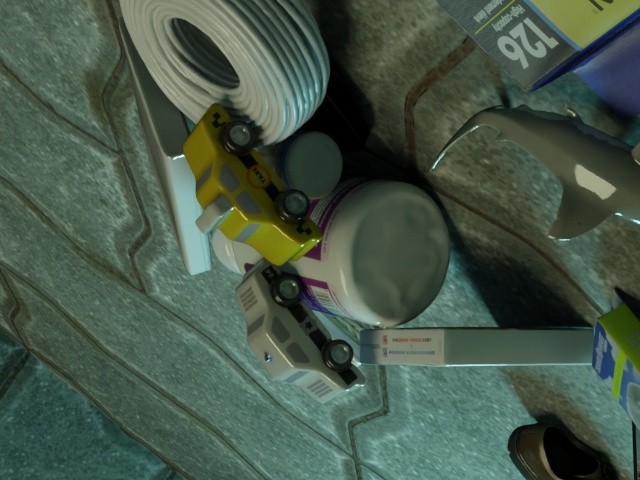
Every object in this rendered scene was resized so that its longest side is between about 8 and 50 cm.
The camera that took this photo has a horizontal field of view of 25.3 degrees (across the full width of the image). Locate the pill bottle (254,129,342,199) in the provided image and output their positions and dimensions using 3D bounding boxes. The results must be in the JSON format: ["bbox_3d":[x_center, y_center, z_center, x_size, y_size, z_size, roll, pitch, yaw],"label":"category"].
[{"bbox_3d":[-0.045,-0.091,1.637,0.137,0.078,0.078,10,141,52],"label":"pill bottle"}]

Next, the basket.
[{"bbox_3d":[0.010,0.082,1.904,0.167,0.103,0.113,39,166,-2],"label":"basket"}]

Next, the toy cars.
[{"bbox_3d":[-0.067,0.037,1.579,0.176,0.087,0.394,23,141,43],"label":"toy cars"}]

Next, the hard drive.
[{"bbox_3d":[-0.187,-0.112,1.754,0.307,0.040,0.203,91,160,-63],"label":"hard drive"}]

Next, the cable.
[{"bbox_3d":[-0.107,-0.215,1.503,0.257,0.089,0.257,49,156,-14],"label":"cable"}]

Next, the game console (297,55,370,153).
[{"bbox_3d":[-0.087,-0.184,1.691,0.213,0.044,0.361,51,157,-20],"label":"game console"}]

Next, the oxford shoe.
[{"bbox_3d":[0.344,0.326,1.841,0.227,0.083,0.096,43,153,-4],"label":"oxford shoe"}]

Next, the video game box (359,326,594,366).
[{"bbox_3d":[0.177,0.122,1.635,0.187,0.205,0.048,-12,77,61],"label":"video game box"}]

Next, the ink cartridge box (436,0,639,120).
[{"bbox_3d":[0.193,-0.228,1.124,0.307,0.072,0.303,46,158,-3],"label":"ink cartridge box"}]

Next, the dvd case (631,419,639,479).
[{"bbox_3d":[0.431,0.243,1.504,0.253,0.022,0.180,9,106,53],"label":"dvd case"}]

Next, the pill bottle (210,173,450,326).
[{"bbox_3d":[0.000,0.000,1.713,0.301,0.169,0.169,12,142,51],"label":"pill bottle"}]

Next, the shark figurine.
[{"bbox_3d":[0.216,-0.057,1.285,0.278,0.116,0.166,27,172,24],"label":"shark figurine"}]

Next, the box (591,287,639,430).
[{"bbox_3d":[0.341,0.149,1.496,0.178,0.042,0.109,56,167,32],"label":"box"}]
